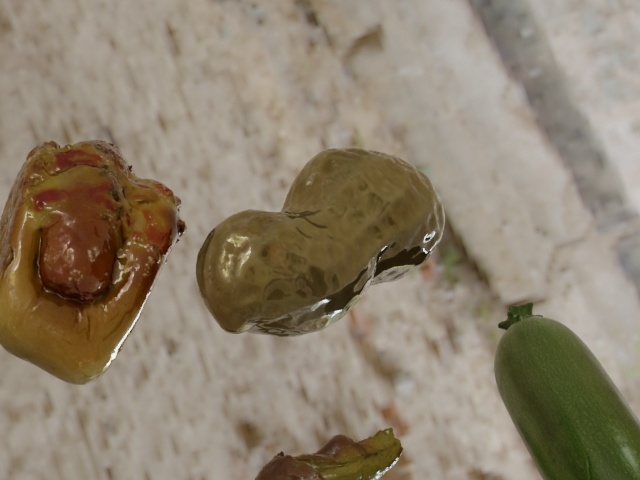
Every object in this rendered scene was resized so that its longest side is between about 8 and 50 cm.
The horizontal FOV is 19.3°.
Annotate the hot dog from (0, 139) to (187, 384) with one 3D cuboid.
[{"bbox_3d":[-0.209,-0.003,1.652,0.150,0.153,0.257,26,25,-17],"label":"hot dog"}]

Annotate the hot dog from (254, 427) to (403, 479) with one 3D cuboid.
[{"bbox_3d":[-0.033,0.272,1.954,0.093,0.261,0.123,48,-11,2],"label":"hot dog"}]

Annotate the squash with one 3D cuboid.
[{"bbox_3d":[0.239,0.175,1.752,0.107,0.107,0.395,60,4,-34],"label":"squash"}]

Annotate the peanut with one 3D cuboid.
[{"bbox_3d":[0.000,0.000,1.626,0.298,0.120,0.136,-30,98,-48],"label":"peanut"}]
